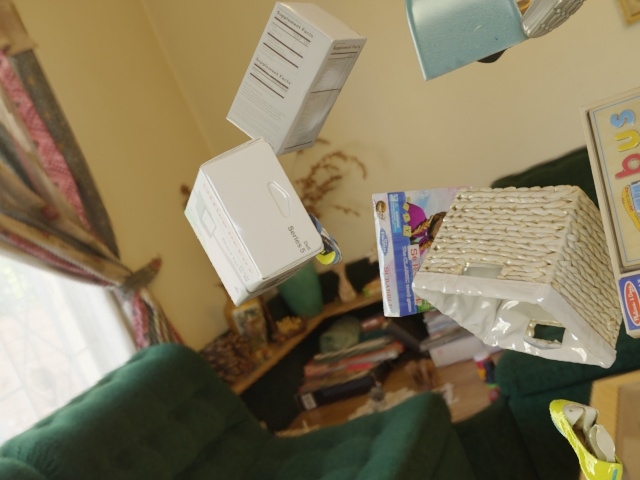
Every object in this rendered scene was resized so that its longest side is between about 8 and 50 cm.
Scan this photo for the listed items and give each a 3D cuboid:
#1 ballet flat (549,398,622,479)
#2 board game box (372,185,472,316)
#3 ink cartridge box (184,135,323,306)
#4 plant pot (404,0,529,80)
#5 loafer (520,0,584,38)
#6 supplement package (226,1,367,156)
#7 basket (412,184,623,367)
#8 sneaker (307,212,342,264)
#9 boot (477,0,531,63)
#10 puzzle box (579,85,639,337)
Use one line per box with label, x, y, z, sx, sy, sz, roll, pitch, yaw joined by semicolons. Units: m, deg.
ballet flat;0.479;0.344;1.360;0.077;0.077;0.231;4;29;-7
board game box;0.290;0.021;2.016;0.318;0.319;0.066;-8;3;-37
ink cartridge box;-0.117;-0.020;1.231;0.115;0.198;0.273;-28;-5;-19
plant pot;0.307;-0.550;1.723;0.248;0.252;0.247;-20;22;17
loafer;0.506;-0.552;1.516;0.112;0.111;0.319;-3;-42;-53
supplement package;-0.045;-0.300;1.411;0.139;0.134;0.244;-25;-31;-57
basket;0.436;0.069;1.606;0.328;0.331;0.266;4;66;48
sneaker;0.000;0.000;1.702;0.053;0.144;0.059;-42;-31;21
boot;0.500;-0.585;2.133;0.115;0.112;0.305;-49;14;-14
puzzle box;0.580;-0.071;1.195;0.272;0.409;0.052;-18;-25;32
